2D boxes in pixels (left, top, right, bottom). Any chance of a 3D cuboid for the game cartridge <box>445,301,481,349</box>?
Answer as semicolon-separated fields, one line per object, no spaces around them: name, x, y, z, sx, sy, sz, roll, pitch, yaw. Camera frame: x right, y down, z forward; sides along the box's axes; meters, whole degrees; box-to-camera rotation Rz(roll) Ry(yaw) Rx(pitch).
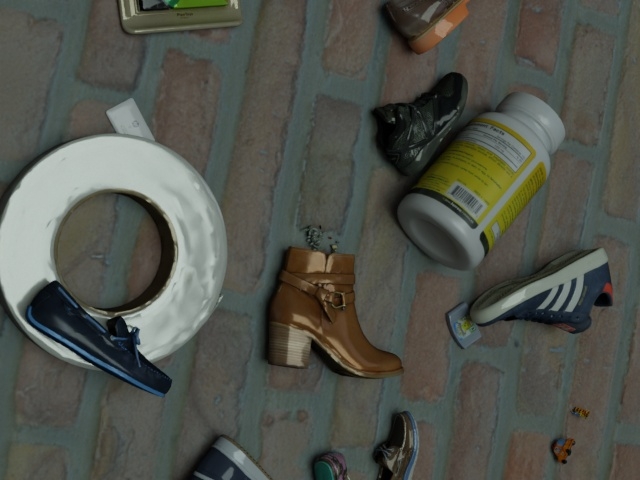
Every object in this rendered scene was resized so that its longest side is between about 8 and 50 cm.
game cartridge;0.281;0.170;2.097;0.056;0.017;0.083;-32;105;-19

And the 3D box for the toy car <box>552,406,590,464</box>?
toy car;0.521;0.408;2.225;0.040;0.060;0.122;24;55;17

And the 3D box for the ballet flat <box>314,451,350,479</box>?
ballet flat;0.033;0.497;1.949;0.079;0.076;0.222;-6;94;-47

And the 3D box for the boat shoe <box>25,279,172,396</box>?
boat shoe;-0.329;0.154;1.652;0.258;0.109;0.089;38;72;-26

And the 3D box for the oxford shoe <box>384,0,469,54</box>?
oxford shoe;0.267;-0.522;2.018;0.133;0.130;0.364;46;71;-14

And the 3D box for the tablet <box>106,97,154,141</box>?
tablet;-0.319;-0.192;1.784;0.054;0.006;0.083;-33;106;-23

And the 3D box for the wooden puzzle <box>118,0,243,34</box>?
wooden puzzle;-0.243;-0.476;1.797;0.220;0.044;0.239;-11;96;-27

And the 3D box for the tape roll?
tape roll;-0.340;0.019;1.738;0.391;0.072;0.392;-1;92;-28

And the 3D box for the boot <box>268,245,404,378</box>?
boot;0.039;0.134;1.934;0.283;0.109;0.220;11;82;-20

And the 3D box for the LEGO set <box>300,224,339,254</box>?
LEGO set;0.002;-0.002;1.943;0.083;0.023;0.054;8;87;-27

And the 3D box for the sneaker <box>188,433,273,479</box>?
sneaker;-0.126;0.488;1.842;0.282;0.099;0.153;49;65;-12

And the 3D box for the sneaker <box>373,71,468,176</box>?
sneaker;0.187;-0.247;2.000;0.130;0.087;0.228;41;78;-28

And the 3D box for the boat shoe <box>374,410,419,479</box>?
boat shoe;0.140;0.413;1.999;0.066;0.066;0.183;6;88;-26

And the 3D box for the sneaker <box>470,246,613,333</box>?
sneaker;0.458;0.133;2.122;0.350;0.131;0.148;-21;96;-26

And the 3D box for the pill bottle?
pill bottle;0.313;-0.119;2.011;0.334;0.188;0.188;-48;111;-18
